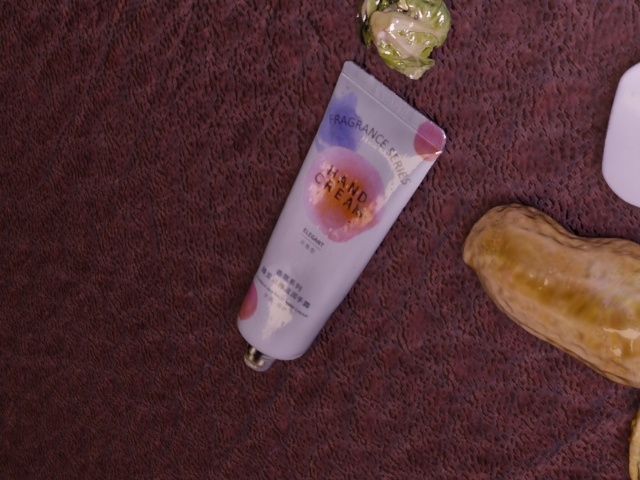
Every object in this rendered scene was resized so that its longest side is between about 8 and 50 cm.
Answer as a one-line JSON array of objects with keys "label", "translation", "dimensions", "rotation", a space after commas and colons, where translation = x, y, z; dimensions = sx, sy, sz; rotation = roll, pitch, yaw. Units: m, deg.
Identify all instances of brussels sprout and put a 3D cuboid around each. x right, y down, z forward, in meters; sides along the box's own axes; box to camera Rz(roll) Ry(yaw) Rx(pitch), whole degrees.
[{"label": "brussels sprout", "translation": [0.064, -0.184, 0.998], "dimensions": [0.085, 0.058, 0.085], "rotation": [4, 96, 47]}]

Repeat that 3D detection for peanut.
[{"label": "peanut", "translation": [0.210, 0.039, 0.942], "dimensions": [0.226, 0.108, 0.095], "rotation": [29, 154, 36]}]

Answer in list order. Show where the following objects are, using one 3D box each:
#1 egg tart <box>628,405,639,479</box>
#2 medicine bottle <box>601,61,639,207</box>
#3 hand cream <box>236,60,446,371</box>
[{"label": "egg tart", "translation": [0.356, 0.220, 0.891], "dimensions": [0.290, 0.115, 0.290], "rotation": [19, 121, 35]}, {"label": "medicine bottle", "translation": [0.301, -0.064, 0.841], "dimensions": [0.183, 0.069, 0.119], "rotation": [23, 121, 32]}, {"label": "hand cream", "translation": [0.000, 0.000, 1.126], "dimensions": [0.124, 0.078, 0.341], "rotation": [41, 125, 20]}]
